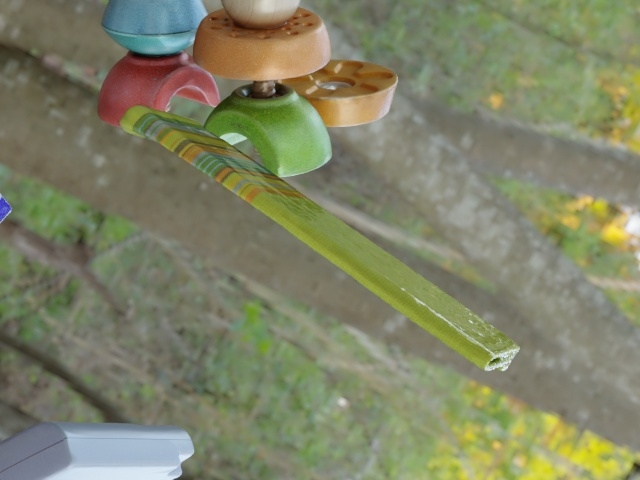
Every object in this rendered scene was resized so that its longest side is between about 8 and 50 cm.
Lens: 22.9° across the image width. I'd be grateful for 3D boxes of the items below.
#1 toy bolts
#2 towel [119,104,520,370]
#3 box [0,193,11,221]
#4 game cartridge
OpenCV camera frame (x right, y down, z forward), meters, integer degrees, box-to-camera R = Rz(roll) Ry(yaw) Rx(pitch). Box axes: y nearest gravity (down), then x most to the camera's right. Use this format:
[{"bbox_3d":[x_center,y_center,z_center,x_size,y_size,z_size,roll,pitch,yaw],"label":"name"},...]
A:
[{"bbox_3d":[-0.061,-0.171,1.237,0.218,0.228,0.158,-30,127,-48],"label":"toy bolts"},{"bbox_3d":[0.000,0.000,0.852,0.021,0.237,0.102,-57,166,9],"label":"towel"},{"bbox_3d":[-0.327,-0.049,1.205,0.126,0.137,0.072,0,-138,53],"label":"box"},{"bbox_3d":[-0.277,0.242,1.386,0.297,0.062,0.198,-34,152,25],"label":"game cartridge"}]
